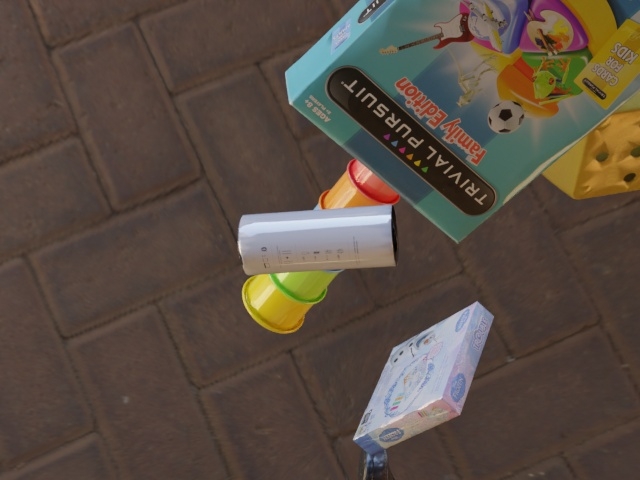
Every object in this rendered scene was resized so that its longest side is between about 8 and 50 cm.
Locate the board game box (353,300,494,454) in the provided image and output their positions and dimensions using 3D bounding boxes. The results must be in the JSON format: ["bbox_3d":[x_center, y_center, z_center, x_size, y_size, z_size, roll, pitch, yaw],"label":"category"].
[{"bbox_3d":[0.070,0.093,0.731,0.020,0.090,0.090,41,45,-12],"label":"board game box"}]

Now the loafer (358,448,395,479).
[{"bbox_3d":[0.067,0.242,0.967,0.061,0.170,0.062,-4,41,7],"label":"loafer"}]

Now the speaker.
[{"bbox_3d":[0.000,0.000,0.947,0.136,0.055,0.055,-4,80,10],"label":"speaker"}]

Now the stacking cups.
[{"bbox_3d":[0.022,-0.010,1.353,0.096,0.096,0.316,47,125,8],"label":"stacking cups"}]

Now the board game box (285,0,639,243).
[{"bbox_3d":[0.172,-0.188,1.086,0.254,0.079,0.336,37,113,-25],"label":"board game box"}]

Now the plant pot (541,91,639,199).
[{"bbox_3d":[0.355,-0.172,1.338,0.212,0.212,0.187,-10,50,-8],"label":"plant pot"}]
